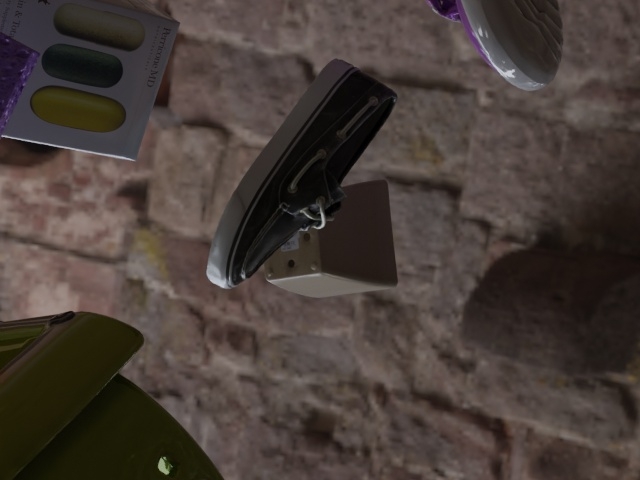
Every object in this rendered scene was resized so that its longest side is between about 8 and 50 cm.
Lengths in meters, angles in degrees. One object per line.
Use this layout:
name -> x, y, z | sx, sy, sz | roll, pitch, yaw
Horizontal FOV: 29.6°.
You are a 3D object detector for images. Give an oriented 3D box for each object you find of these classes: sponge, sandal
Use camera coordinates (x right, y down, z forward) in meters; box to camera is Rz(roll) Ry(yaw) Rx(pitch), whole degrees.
sponge -> -0.412, -0.147, 1.370 | 0.117, 0.210, 0.031 | 27, -175, 8
sandal -> 0.121, -0.268, 1.077 | 0.102, 0.416, 0.169 | -32, 132, 27

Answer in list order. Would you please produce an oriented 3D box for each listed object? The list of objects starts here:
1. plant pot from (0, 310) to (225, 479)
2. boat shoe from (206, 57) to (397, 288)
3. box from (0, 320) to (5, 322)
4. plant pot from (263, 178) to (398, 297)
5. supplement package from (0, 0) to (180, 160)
plant pot -> -0.205, 0.174, 0.727 | 0.227, 0.207, 0.228 | -9, -158, 29
boat shoe -> -0.015, -0.048, 1.009 | 0.070, 0.219, 0.078 | 31, 175, 17
box -> -0.324, 0.132, 1.267 | 0.052, 0.083, 0.062 | 19, 168, -11
plant pot -> 0.000, 0.000, 1.191 | 0.109, 0.109, 0.096 | -9, 175, 40
supplement package -> -0.359, -0.246, 1.556 | 0.262, 0.199, 0.198 | 9, -161, -35
